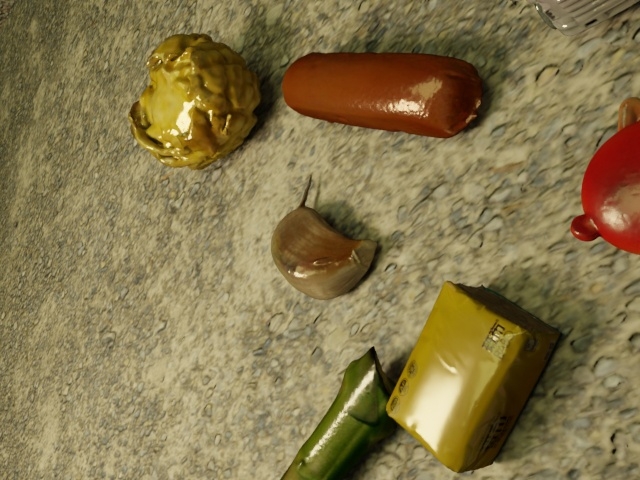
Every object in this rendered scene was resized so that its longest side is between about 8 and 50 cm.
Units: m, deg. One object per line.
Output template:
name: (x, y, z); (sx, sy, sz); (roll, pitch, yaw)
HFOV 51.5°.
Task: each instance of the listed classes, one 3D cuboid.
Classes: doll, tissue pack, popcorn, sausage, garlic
doll: (0.323, -0.059, 0.575); (0.217, 0.085, 0.183); (-44, 50, 10)
tissue pack: (0.157, 0.141, 0.706); (0.120, 0.082, 0.169); (36, 107, 46)
popcorn: (-0.214, -0.242, 1.152); (0.250, 0.190, 0.250); (-17, 64, 39)
sausage: (0.064, -0.202, 0.894); (0.349, 0.094, 0.097); (20, 99, 49)
garlic: (-0.010, 0.002, 0.946); (0.128, 0.090, 0.198); (-48, 40, 9)

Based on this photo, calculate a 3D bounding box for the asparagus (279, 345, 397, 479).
asparagus: (0.005, 0.277, 0.845); (0.343, 0.085, 0.082); (-60, 40, 21)

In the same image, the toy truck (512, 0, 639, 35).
toy truck: (0.240, -0.403, 0.687); (0.177, 0.178, 0.363); (-26, 64, 42)
